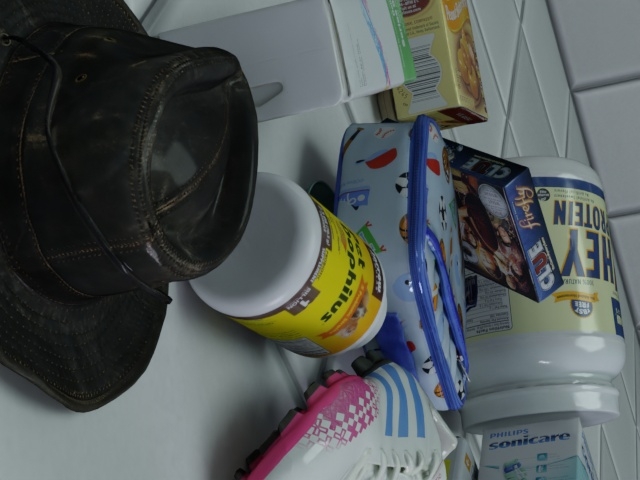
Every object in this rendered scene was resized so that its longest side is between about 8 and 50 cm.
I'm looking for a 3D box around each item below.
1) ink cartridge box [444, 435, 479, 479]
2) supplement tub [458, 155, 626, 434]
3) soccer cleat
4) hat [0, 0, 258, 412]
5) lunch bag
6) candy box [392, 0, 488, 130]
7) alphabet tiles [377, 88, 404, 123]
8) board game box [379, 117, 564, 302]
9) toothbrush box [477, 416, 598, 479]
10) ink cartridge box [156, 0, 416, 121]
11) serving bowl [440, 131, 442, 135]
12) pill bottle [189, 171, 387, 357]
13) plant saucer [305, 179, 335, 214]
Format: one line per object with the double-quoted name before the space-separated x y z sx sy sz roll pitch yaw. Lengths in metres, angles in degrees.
"ink cartridge box" 0.164 0.438 1.403 0.307 0.072 0.304 -68 144 -53
"supplement tub" 0.266 0.076 1.600 0.235 0.235 0.325 32 50 -63
"soccer cleat" 0.044 0.183 1.067 0.143 0.116 0.331 43 17 9
"hat" -0.117 -0.062 0.791 0.331 0.134 0.331 -12 90 -70
"lunch bag" 0.093 0.038 1.292 0.303 0.115 0.243 68 19 -48
"candy box" 0.132 -0.306 1.580 0.183 0.087 0.316 -1 81 -72
"alphabet tiles" 0.076 -0.287 1.582 0.278 0.021 0.284 -40 118 -67
"board game box" 0.162 -0.038 1.421 0.042 0.243 0.165 -37 125 -20
"toothbrush box" 0.258 0.381 1.407 0.295 0.126 0.216 -71 145 -53
"ink cartridge box" -0.022 -0.155 1.060 0.212 0.154 0.093 -36 114 -67
"serving bowl" 0.148 -0.151 1.697 0.083 0.027 0.083 -11 90 -69
"pill bottle" -0.018 0.030 1.035 0.215 0.117 0.117 38 46 -61
"plant saucer" 0.000 0.000 1.237 0.119 0.021 0.119 -10 90 -69
